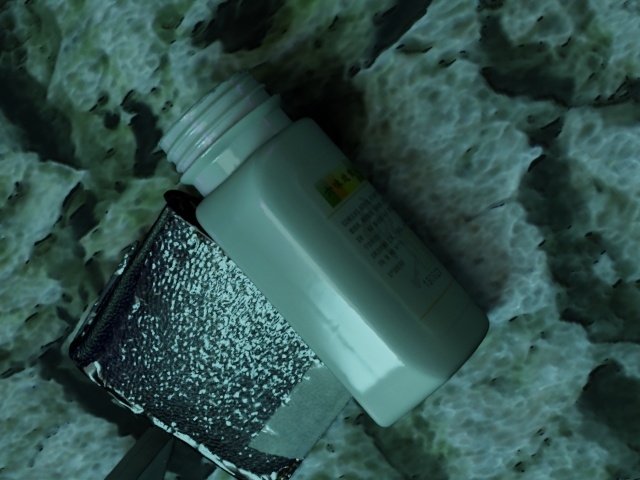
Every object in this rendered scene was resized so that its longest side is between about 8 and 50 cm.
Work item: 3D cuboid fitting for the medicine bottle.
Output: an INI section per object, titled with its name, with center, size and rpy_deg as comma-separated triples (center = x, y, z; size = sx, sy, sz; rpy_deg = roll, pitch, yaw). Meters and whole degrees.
[medicine bottle]
center = 0.000, 0.000, 1.433
size = 0.124, 0.179, 0.324
rpy_deg = -40, 92, 29

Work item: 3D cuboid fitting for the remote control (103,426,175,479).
[remote control]
center = -0.210, 0.276, 1.583
size = 0.034, 0.250, 0.103
rpy_deg = 23, 117, 9

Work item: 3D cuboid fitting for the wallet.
[wallet]
center = -0.095, 0.104, 1.584
size = 0.262, 0.071, 0.221
rpy_deg = 36, 114, 3
